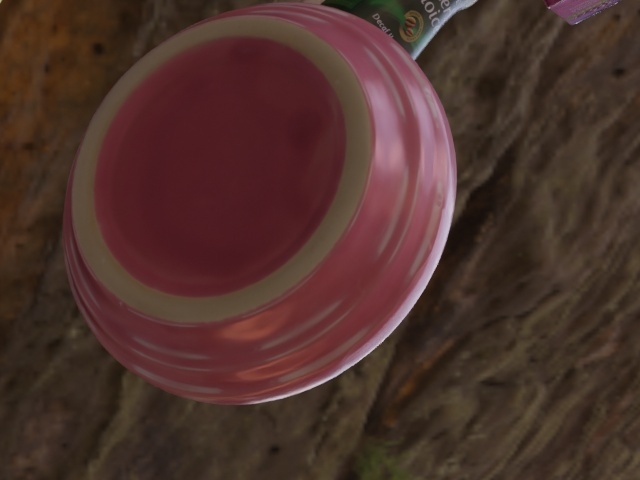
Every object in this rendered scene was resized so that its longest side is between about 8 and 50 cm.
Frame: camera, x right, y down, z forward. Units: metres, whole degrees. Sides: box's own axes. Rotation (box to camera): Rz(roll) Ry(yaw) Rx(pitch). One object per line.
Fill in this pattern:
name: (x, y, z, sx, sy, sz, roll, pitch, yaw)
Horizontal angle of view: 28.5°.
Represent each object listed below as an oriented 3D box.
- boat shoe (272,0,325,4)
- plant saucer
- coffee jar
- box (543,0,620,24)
boat shoe: (0.092, -0.365, 1.737, 0.097, 0.324, 0.116, 55, 11, -30)
plant saucer: (-0.064, -0.044, 0.970, 0.084, 0.332, 0.332, 43, 28, -60)
coffee jar: (0.071, -0.210, 1.108, 0.079, 0.184, 0.096, 17, -30, 53)
box: (0.250, -0.346, 1.280, 0.117, 0.243, 0.214, -26, -92, 18)
